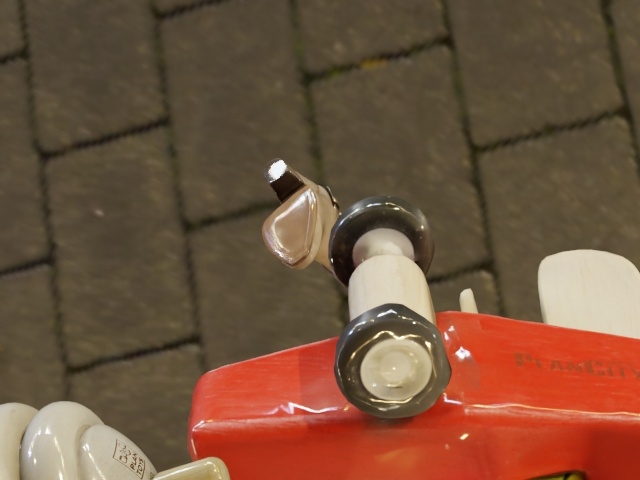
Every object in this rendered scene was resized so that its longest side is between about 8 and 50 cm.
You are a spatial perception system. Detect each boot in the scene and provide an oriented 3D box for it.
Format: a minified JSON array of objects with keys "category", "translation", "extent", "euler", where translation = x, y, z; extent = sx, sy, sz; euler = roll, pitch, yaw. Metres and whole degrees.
[{"category":"boot","translation":[0.000,0.000,1.200],"extent":[0.042,0.087,0.118],"euler":[-30,38,15]}]

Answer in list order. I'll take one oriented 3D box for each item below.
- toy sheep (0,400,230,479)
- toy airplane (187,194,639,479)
[{"category":"toy sheep","translation":[-0.086,0.088,0.527],"extent":[0.132,0.091,0.091],"euler":[-22,72,6]},{"category":"toy airplane","translation":[0.166,0.146,1.036],"extent":[0.384,0.386,0.272],"euler":[31,124,33]}]
